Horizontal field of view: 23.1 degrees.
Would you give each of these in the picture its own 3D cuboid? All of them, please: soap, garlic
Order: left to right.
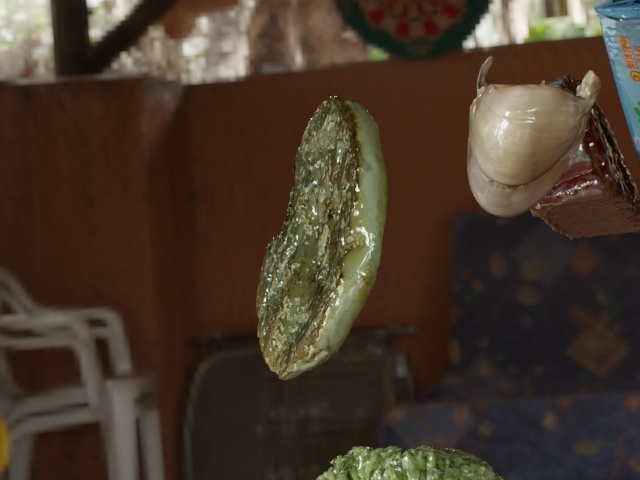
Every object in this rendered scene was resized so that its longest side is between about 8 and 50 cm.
[{"bbox_3d":[0.157,-0.085,1.243,0.099,0.124,0.174,20,-8,11],"label":"garlic"},{"bbox_3d":[0.356,-0.182,1.593,0.077,0.293,0.156,-1,40,32],"label":"soap"}]

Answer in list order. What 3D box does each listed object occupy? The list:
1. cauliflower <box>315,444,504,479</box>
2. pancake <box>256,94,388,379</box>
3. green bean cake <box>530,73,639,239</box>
[{"bbox_3d":[0.102,0.327,1.437,0.275,0.272,0.250,-1,29,11],"label":"cauliflower"},{"bbox_3d":[0.000,0.000,1.333,0.037,0.253,0.253,14,-7,-20],"label":"pancake"},{"bbox_3d":[0.273,-0.080,1.686,0.097,0.198,0.233,-22,0,16],"label":"green bean cake"}]
